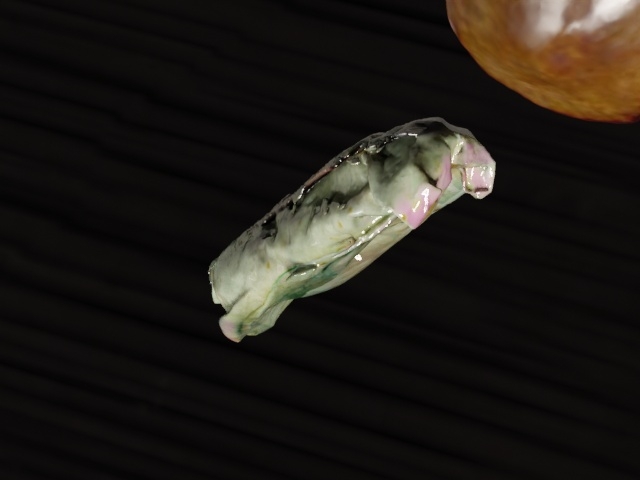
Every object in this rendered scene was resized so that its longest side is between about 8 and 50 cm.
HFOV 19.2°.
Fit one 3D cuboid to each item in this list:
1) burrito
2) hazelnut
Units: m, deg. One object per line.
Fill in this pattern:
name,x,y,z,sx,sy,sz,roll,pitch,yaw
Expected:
burrito,0.002,-0.003,1.184,0.096,0.066,0.309,-24,175,-32
hazelnut,0.159,-0.163,1.043,0.160,0.170,0.201,-5,154,-42
